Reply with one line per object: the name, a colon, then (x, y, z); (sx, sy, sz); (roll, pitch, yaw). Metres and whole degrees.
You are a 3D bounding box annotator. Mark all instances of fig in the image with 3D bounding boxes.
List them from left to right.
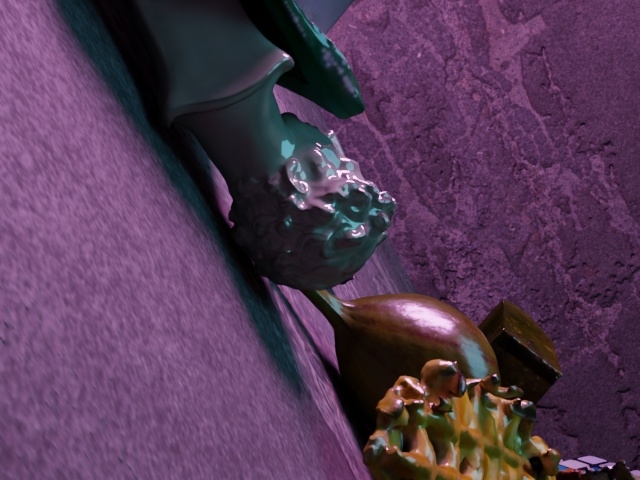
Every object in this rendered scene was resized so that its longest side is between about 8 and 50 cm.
fig: (0.043, 0.102, 0.945); (0.259, 0.151, 0.151); (26, 19, -16)

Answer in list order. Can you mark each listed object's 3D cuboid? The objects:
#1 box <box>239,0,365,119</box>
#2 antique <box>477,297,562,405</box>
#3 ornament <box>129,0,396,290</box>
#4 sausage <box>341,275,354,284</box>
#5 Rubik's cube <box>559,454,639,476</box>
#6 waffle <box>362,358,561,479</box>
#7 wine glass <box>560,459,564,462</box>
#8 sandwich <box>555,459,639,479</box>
box: (-0.080, -0.269, 0.886); (0.336, 0.106, 0.264); (37, -17, 54)
antique: (0.212, 0.129, 1.138); (0.080, 0.081, 0.221); (41, 13, 4)
ornament: (-0.055, -0.083, 0.796); (0.285, 0.130, 0.120); (53, -8, -15)
sausage: (0.000, 0.000, 1.175); (0.050, 0.048, 0.145); (61, 7, 37)
Rubik's cube: (0.350, 0.377, 1.285); (0.154, 0.151, 0.155); (10, -79, 54)
waffle: (0.126, 0.215, 0.807); (0.280, 0.060, 0.262); (-40, 112, -52)
wine glass: (0.286, 0.365, 1.457); (0.196, 0.164, 0.165); (44, 20, -59)
sandwich: (0.294, 0.363, 1.146); (0.212, 0.109, 0.292); (-166, -99, -65)
